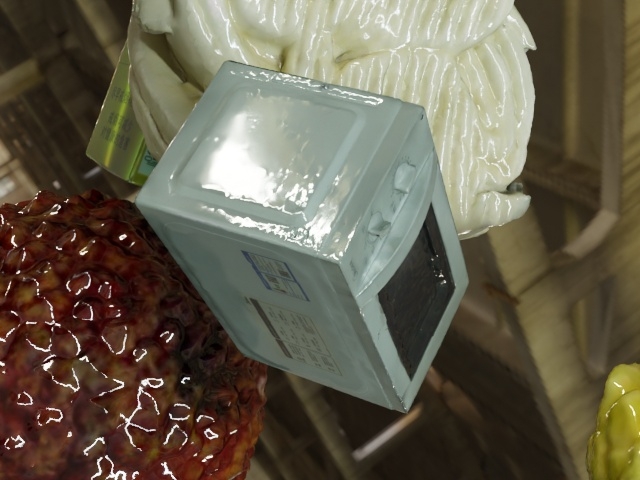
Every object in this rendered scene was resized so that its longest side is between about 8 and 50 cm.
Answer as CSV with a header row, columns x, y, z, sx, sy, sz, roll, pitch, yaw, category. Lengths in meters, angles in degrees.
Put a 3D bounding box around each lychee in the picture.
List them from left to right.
x,y,z,sx,sy,sz,roll,pitch,yaw,category
-0.247,0.145,1.138,0.424,0.500,0.424,55,-20,31,lychee

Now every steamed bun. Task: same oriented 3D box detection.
x,y,z,sx,sy,sz,roll,pitch,yaw,category
0.003,-0.155,0.885,0.394,0.346,0.237,53,-9,-14,steamed bun

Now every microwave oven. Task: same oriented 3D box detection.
x,y,z,sx,sy,sz,roll,pitch,yaw,category
0.000,0.000,0.674,0.162,0.122,0.208,17,-26,26,microwave oven

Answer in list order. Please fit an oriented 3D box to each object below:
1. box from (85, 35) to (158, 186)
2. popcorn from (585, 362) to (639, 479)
x,y,z,sx,sy,sz,roll,pitch,yaw,category
-0.158,-0.215,1.087,0.043,0.311,0.173,18,4,-31,box
0.262,0.156,0.620,0.226,0.200,0.203,36,-3,11,popcorn
